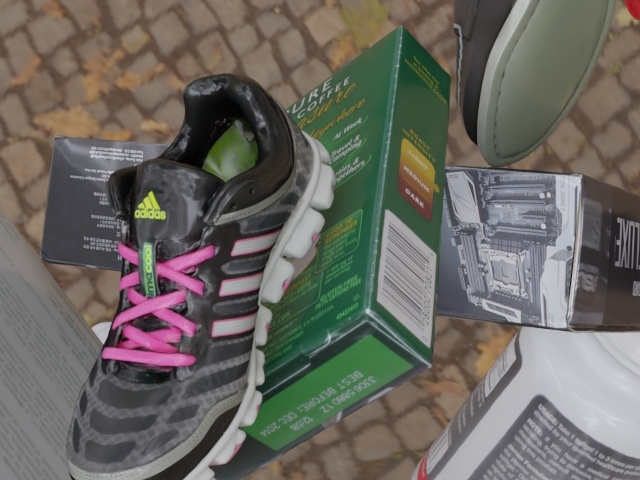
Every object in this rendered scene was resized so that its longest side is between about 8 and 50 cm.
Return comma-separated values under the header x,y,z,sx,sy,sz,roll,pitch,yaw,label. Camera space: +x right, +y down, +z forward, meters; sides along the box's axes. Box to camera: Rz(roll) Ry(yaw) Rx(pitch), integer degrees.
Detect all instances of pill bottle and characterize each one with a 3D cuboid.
x,y,z,sx,sy,sz,roll,pitch,yaw,label
0.227,0.165,1.215,0.176,0.176,0.318,45,124,20,pill bottle

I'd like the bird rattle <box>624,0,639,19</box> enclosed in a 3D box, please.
x,y,z,sx,sy,sz,roll,pitch,yaw,label
0.295,-0.309,1.150,0.143,0.207,0.254,-17,69,57,bird rattle

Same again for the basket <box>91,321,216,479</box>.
x,y,z,sx,sy,sz,roll,pitch,yaw,label
-0.204,0.306,1.215,0.266,0.328,0.331,-28,113,-12,basket

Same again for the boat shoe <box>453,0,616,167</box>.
x,y,z,sx,sy,sz,roll,pitch,yaw,label
0.104,-0.144,0.666,0.068,0.081,0.228,41,137,34,boat shoe

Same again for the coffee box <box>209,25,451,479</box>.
x,y,z,sx,sy,sz,roll,pitch,yaw,label
0.000,0.000,0.555,0.113,0.040,0.184,-35,29,31,coffee box

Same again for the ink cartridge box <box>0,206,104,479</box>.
x,y,z,sx,sy,sz,roll,pitch,yaw,label
-0.175,0.113,0.598,0.091,0.385,0.308,-33,100,11,ink cartridge box

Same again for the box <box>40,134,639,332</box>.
x,y,z,sx,sy,sz,roll,pitch,yaw,label
0.037,-0.002,0.771,0.307,0.242,0.077,6,90,27,box

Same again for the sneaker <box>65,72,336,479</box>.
x,y,z,sx,sy,sz,roll,pitch,yaw,label
-0.049,0.010,0.458,0.063,0.075,0.170,4,55,30,sneaker
